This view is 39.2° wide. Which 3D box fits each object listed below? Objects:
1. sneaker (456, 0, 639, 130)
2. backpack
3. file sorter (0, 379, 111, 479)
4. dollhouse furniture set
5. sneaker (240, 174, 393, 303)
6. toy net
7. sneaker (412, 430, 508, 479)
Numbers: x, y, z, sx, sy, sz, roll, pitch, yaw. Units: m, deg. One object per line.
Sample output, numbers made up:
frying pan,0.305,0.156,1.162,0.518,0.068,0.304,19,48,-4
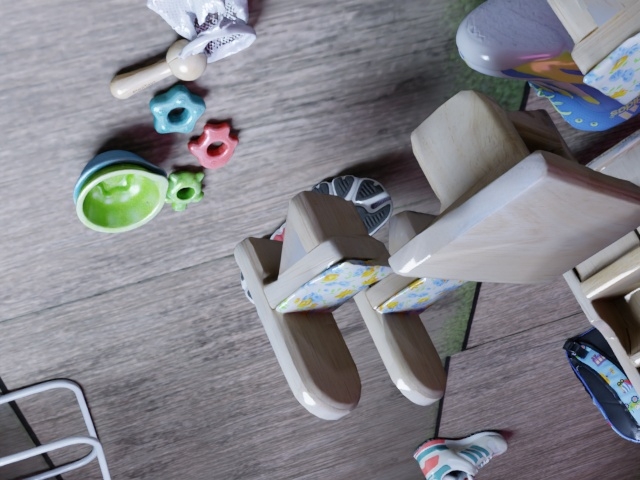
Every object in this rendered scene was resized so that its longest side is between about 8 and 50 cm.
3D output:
sneaker,0.207,-0.133,0.736,0.240,0.091,0.126,-8,141,-22
backpack,0.429,0.181,1.174,0.158,0.173,0.117,-35,142,13
file sorter,-0.271,0.302,0.858,0.173,0.277,0.193,-17,143,-17
dollhouse furniture set,0.218,0.027,0.674,0.362,0.256,0.394,-38,155,29
sneaker,0.000,0.000,0.825,0.170,0.068,0.071,-35,158,28
toy net,-0.094,-0.096,0.653,0.122,0.045,0.232,7,133,-35
sneaker,0.215,0.328,1.318,0.161,0.075,0.057,1,137,-29
